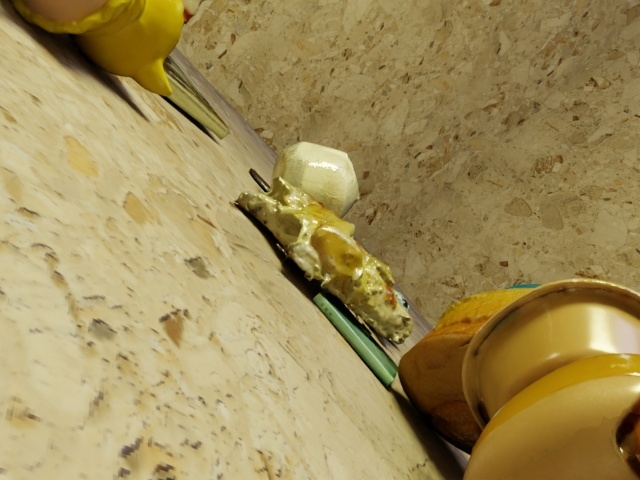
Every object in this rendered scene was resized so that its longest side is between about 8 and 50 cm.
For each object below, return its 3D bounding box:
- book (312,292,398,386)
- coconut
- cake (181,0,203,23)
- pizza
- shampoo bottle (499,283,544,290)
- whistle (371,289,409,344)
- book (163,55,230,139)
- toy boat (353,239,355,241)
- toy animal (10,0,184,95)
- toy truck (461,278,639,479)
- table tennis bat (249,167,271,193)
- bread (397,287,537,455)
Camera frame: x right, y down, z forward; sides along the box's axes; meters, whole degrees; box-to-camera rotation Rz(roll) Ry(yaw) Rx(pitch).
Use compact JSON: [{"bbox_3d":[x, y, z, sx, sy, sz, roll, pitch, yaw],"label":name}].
[{"bbox_3d":[0.049,0.120,0.666,0.135,0.017,0.103,48,5,12],"label":"book"},{"bbox_3d":[-0.006,-0.102,0.985,0.162,0.161,0.161,10,20,-20],"label":"coconut"},{"bbox_3d":[-0.289,-0.574,0.942,0.269,0.319,0.270,40,10,-33],"label":"cake"},{"bbox_3d":[0.000,0.000,0.722,0.323,0.089,0.223,44,1,38],"label":"pizza"},{"bbox_3d":[0.450,0.296,0.974,0.331,0.331,0.343,46,7,-18],"label":"shampoo bottle"},{"bbox_3d":[0.128,0.133,0.947,0.235,0.077,0.114,44,25,-69],"label":"whistle"},{"bbox_3d":[-0.356,-0.387,0.980,0.428,0.039,0.300,50,7,26],"label":"book"},{"bbox_3d":[0.043,0.010,1.254,0.206,0.064,0.072,49,-13,-12],"label":"toy boat"},{"bbox_3d":[-0.229,-0.251,0.535,0.156,0.156,0.230,49,-5,12],"label":"toy animal"},{"bbox_3d":[0.221,0.183,0.349,0.288,0.204,0.211,45,27,3],"label":"toy truck"},{"bbox_3d":[-0.109,-0.106,1.098,0.095,0.014,0.158,47,3,-33],"label":"table tennis bat"},{"bbox_3d":[0.207,0.157,0.571,0.195,0.142,0.269,53,-37,-8],"label":"bread"}]
